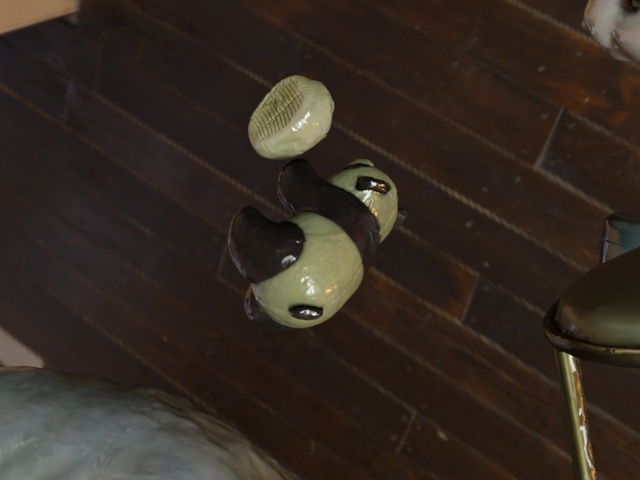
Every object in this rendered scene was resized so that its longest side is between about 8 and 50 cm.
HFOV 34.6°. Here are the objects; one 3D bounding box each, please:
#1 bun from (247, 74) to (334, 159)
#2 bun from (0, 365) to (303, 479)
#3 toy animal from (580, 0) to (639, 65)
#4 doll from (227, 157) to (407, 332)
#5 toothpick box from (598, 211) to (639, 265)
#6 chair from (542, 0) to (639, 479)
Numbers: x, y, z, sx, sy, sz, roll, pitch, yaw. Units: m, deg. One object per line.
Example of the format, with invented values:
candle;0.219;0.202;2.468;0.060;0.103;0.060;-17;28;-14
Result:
bun;-0.031;-0.142;1.240;0.115;0.115;0.069;-15;139;40
bun;-0.112;0.236;0.422;0.361;0.211;0.362;-4;75;17
toy animal;0.406;-0.137;0.909;0.357;0.194;0.258;51;146;-5
doll;-0.001;0.002;1.143;0.135;0.234;0.144;16;138;30
toothpick box;0.404;0.062;1.282;0.120;0.120;0.184;13;104;31
chair;0.156;0.011;0.350;0.159;0.170;0.326;-7;100;52
